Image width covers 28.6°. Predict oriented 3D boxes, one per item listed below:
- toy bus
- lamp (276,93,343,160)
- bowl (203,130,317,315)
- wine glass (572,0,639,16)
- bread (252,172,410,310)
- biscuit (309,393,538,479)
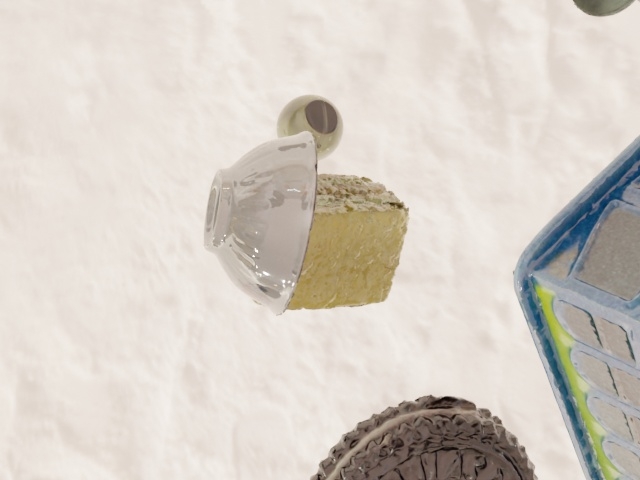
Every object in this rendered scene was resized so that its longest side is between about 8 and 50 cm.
[{"bbox_3d":[0.246,0.101,0.683,0.152,0.190,0.312,-42,129,-20],"label":"toy bus"},{"bbox_3d":[-0.031,-0.137,1.729,0.091,0.163,0.091,9,66,-21],"label":"lamp"},{"bbox_3d":[-0.068,-0.023,1.251,0.086,0.189,0.189,8,98,-14],"label":"bowl"},{"bbox_3d":[0.415,-0.353,1.513,0.309,0.096,0.264,13,75,-49],"label":"wine glass"},{"bbox_3d":[0.000,0.000,1.454,0.196,0.102,0.138,-5,118,-37],"label":"bread"},{"bbox_3d":[0.079,0.211,0.987,0.194,0.053,0.195,-7,116,-16],"label":"biscuit"}]
